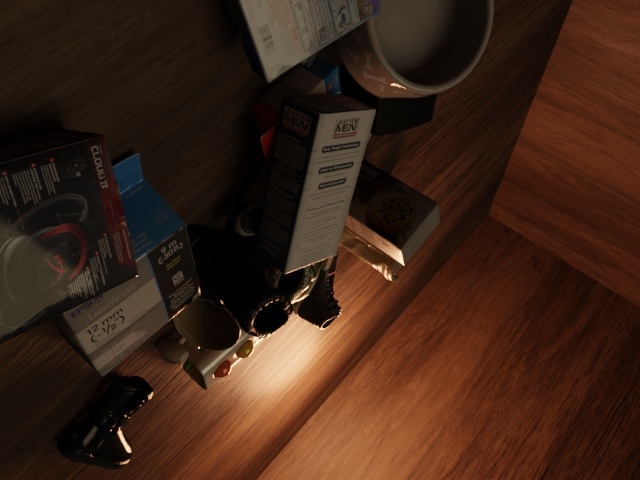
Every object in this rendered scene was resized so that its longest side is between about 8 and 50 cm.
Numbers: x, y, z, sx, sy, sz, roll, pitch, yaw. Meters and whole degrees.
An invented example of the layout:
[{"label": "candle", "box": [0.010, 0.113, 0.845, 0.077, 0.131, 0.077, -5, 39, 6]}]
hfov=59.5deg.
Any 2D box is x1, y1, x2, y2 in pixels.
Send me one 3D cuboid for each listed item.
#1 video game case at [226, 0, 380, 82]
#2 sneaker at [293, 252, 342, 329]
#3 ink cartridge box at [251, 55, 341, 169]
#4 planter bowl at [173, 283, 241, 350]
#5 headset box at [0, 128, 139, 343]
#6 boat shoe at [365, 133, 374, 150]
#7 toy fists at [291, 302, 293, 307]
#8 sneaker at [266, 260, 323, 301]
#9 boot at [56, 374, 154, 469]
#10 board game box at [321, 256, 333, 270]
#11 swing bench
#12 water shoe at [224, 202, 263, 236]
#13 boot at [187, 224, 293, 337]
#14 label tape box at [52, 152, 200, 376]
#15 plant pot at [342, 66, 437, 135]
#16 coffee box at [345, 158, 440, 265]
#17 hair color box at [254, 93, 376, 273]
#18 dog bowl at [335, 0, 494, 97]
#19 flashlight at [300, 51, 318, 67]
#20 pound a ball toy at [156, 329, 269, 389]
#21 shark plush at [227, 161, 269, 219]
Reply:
[{"label": "video game case", "box": [-0.035, -0.423, 0.863, 0.244, 0.061, 0.269, -35, 141, -13]}, {"label": "sneaker", "box": [0.029, 0.170, 1.880, 0.105, 0.147, 0.295, -14, 134, -56]}, {"label": "ink cartridge box", "box": [-0.059, -0.259, 1.162, 0.231, 0.078, 0.134, -46, 156, -19]}, {"label": "planter bowl", "box": [-0.251, 0.165, 1.326, 0.109, 0.162, 0.162, -70, 179, -52]}, {"label": "headset box", "box": [-0.385, -0.011, 0.733, 0.293, 0.110, 0.218, -32, 126, -44]}, {"label": "boat shoe", "box": [0.084, -0.245, 1.478, 0.073, 0.073, 0.207, -28, 147, -51]}, {"label": "toy fists", "box": [-0.083, 0.097, 1.617, 0.142, 0.096, 0.279, -25, 143, -52]}, {"label": "sneaker", "box": [-0.033, 0.002, 1.386, 0.182, 0.158, 0.410, -74, -179, -70]}, {"label": "boot", "box": [-0.466, 0.428, 1.324, 0.207, 0.094, 0.246, -47, 151, -8]}, {"label": "board game box", "box": [0.000, 0.000, 1.629, 0.026, 0.103, 0.154, -30, 148, -45]}, {"label": "swing bench", "box": [0.183, -0.044, 1.736, 0.254, 0.253, 0.165, -57, 158, 7]}, {"label": "water shoe", "box": [-0.126, -0.055, 1.259, 0.203, 0.080, 0.072, -14, 95, -48]}, {"label": "boot", "box": [-0.147, 0.090, 1.252, 0.131, 0.260, 0.348, -59, 158, 13]}, {"label": "label tape box", "box": [-0.355, 0.053, 0.979, 0.249, 0.115, 0.347, -41, 156, -29]}, {"label": "plant pot", "box": [0.152, -0.362, 1.326, 0.167, 0.188, 0.187, -33, 152, -19]}, {"label": "coffee box", "box": [0.162, -0.091, 1.564, 0.168, 0.297, 0.119, -49, 154, -11]}, {"label": "hair color box", "box": [-0.017, -0.118, 1.155, 0.174, 0.105, 0.347, -19, 132, -46]}, {"label": "dog bowl", "box": [0.199, -0.453, 1.121, 0.349, 0.102, 0.348, -9, 111, -26]}, {"label": "flashlight", "box": [0.022, -0.463, 1.001, 0.304, 0.103, 0.103, -61, 160, 14]}, {"label": "pound a ball toy", "box": [-0.248, 0.252, 1.457, 0.319, 0.136, 0.208, -41, 155, -31]}, {"label": "shark plush", "box": [-0.140, -0.101, 1.271, 0.161, 0.073, 0.067, -56, -171, -7]}]
